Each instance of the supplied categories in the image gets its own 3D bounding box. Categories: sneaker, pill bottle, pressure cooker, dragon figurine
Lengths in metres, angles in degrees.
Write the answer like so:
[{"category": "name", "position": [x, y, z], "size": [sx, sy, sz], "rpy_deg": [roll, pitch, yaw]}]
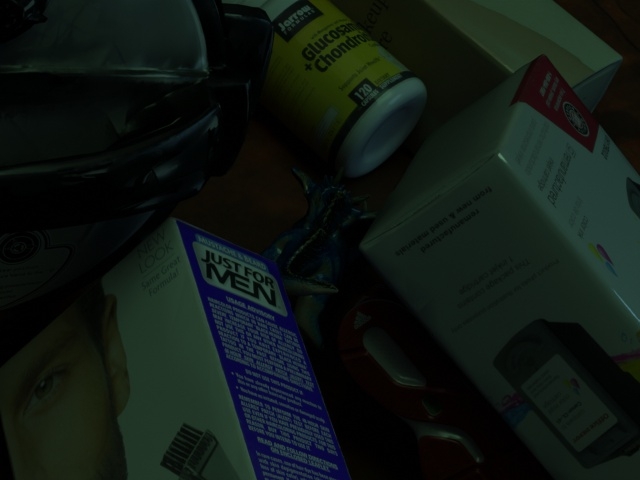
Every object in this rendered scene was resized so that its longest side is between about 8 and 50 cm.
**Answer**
[{"category": "sneaker", "position": [0.101, 0.117, 1.329], "size": [0.221, 0.087, 0.128], "rpy_deg": [58, 17, -10]}, {"category": "pill bottle", "position": [-0.008, -0.145, 1.534], "size": [0.184, 0.103, 0.103], "rpy_deg": [42, 45, 17]}, {"category": "pressure cooker", "position": [-0.263, -0.147, 1.170], "size": [0.370, 0.375, 0.420], "rpy_deg": [-35, 46, 4]}, {"category": "dragon figurine", "position": [0.000, 0.000, 1.326], "size": [0.085, 0.289, 0.144], "rpy_deg": [29, 80, 6]}]

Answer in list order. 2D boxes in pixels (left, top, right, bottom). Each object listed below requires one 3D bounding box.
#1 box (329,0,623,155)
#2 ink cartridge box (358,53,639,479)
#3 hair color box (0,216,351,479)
[{"category": "box", "position": [0.088, -0.184, 1.590], "size": [0.311, 0.148, 0.121], "rpy_deg": [41, 45, 18]}, {"category": "ink cartridge box", "position": [0.189, 0.046, 1.308], "size": [0.306, 0.131, 0.226], "rpy_deg": [48, 25, -9]}, {"category": "hair color box", "position": [-0.077, 0.176, 1.109], "size": [0.110, 0.185, 0.339], "rpy_deg": [27, 33, -42]}]
